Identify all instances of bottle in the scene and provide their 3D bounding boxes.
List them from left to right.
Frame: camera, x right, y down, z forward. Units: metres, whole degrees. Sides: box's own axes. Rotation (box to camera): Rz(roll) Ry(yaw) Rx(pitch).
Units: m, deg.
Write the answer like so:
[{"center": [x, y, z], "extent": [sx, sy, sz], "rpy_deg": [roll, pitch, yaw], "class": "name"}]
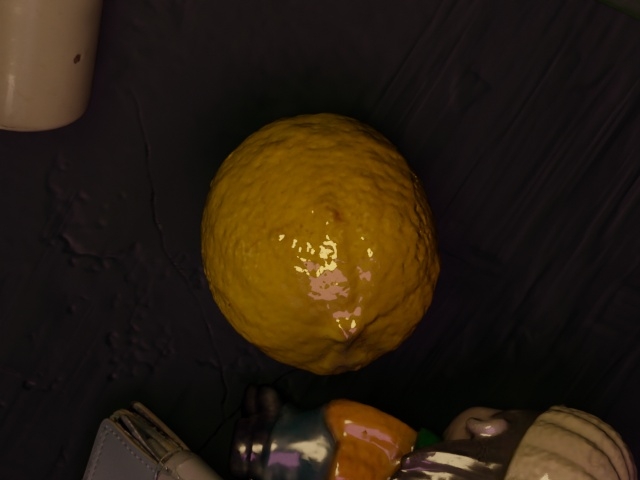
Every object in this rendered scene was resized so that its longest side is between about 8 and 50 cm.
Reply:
[{"center": [-0.198, -0.198, 1.336], "extent": [0.110, 0.110, 0.233], "rpy_deg": [5, 119, -10], "class": "bottle"}]

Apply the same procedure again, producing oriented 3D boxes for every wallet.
[{"center": [-0.101, 0.244, 1.556], "extent": [0.069, 0.231, 0.170], "rpy_deg": [-22, 136, -45], "class": "wallet"}]

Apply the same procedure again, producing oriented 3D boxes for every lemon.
[{"center": [0.002, 0.001, 1.429], "extent": [0.180, 0.193, 0.181], "rpy_deg": [-16, 121, -28], "class": "lemon"}]

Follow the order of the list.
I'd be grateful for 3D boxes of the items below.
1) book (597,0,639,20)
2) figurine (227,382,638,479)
[{"center": [0.196, -0.303, 1.363], "extent": [0.371, 0.043, 0.260], "rpy_deg": [22, 118, -17], "class": "book"}, {"center": [0.092, 0.212, 1.556], "extent": [0.332, 0.204, 0.185], "rpy_deg": [0, 123, -7], "class": "figurine"}]
